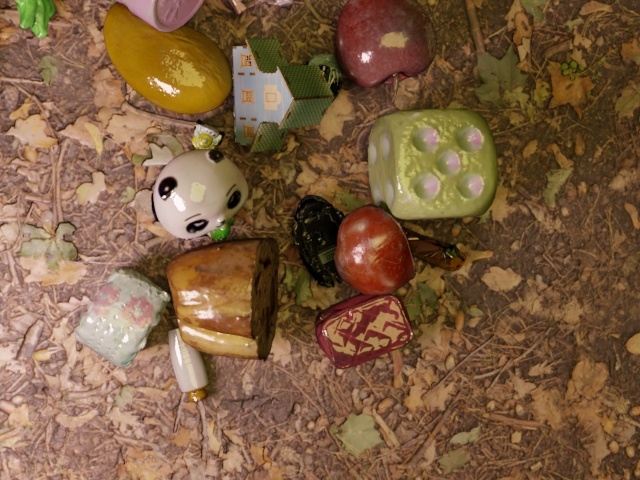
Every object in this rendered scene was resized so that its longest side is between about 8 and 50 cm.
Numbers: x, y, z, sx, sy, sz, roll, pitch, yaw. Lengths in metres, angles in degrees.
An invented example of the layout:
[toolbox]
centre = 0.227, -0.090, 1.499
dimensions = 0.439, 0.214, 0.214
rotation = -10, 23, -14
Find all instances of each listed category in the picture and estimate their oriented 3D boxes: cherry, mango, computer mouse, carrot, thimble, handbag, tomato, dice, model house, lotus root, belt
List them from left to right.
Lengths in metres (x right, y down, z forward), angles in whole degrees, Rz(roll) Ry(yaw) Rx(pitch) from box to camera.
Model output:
[thimble]
centre = -0.436, 0.163, 1.750
dimensions = 0.149, 0.185, 0.211
rotation = 34, 109, -8
[mango]
centre = -0.356, -0.407, 1.797
dimensions = 0.332, 0.142, 0.195
rotation = 25, 81, -2
[lotus root]
centre = -0.219, 0.139, 1.751
dimensions = 0.250, 0.316, 0.316
rotation = -2, 91, 0
[model house]
centre = -0.079, -0.329, 1.779
dimensions = 0.178, 0.206, 0.271
rotation = -10, 105, -45
[belt]
centre = -0.001, -0.385, 1.898
dimensions = 0.105, 0.058, 0.140
rotation = 13, 87, -14
[computer mouse]
centre = 0.000, 0.000, 1.891
dimensions = 0.147, 0.077, 0.241
rotation = -23, 105, -17
[handbag]
centre = 0.102, 0.212, 1.887
dimensions = 0.225, 0.135, 0.146
rotation = -21, 95, -6
[tomato]
centre = 0.111, 0.039, 1.827
dimensions = 0.155, 0.181, 0.214
rotation = -36, 118, -24
[cherry]
centre = 0.155, -0.467, 1.851
dimensions = 0.236, 0.213, 0.285
rotation = -6, 82, -19
[carrot]
centre = 0.251, 0.014, 1.951
dimensions = 0.229, 0.069, 0.069
rotation = 22, 86, -10
[dice]
centre = 0.258, -0.173, 1.853
dimensions = 0.255, 0.252, 0.249
rotation = -3, 91, -13

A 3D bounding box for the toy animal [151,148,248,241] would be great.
[toy animal]
centre = -0.268, -0.093, 1.749
dimensions = 0.213, 0.267, 0.212
rotation = 0, 92, -16

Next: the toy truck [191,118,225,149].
[toy truck]
centre = -0.269, -0.232, 1.824
dimensions = 0.076, 0.111, 0.077
rotation = 26, 92, -9

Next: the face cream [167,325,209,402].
[face cream]
centre = -0.312, 0.291, 1.847
dimensions = 0.072, 0.051, 0.182
rotation = -18, 93, -11

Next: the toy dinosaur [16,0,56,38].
[toy dinosaur]
centre = -0.739, -0.725, 1.733
dimensions = 0.374, 0.144, 0.499
rotation = 28, 45, -47

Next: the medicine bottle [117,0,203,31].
[medicine bottle]
centre = -0.415, -0.626, 1.697
dimensions = 0.325, 0.212, 0.212
rotation = 37, 83, 11

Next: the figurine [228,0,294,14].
[figurine]
centre = -0.120, -0.621, 1.832
dimensions = 0.237, 0.141, 0.162
rotation = -26, 100, -10
